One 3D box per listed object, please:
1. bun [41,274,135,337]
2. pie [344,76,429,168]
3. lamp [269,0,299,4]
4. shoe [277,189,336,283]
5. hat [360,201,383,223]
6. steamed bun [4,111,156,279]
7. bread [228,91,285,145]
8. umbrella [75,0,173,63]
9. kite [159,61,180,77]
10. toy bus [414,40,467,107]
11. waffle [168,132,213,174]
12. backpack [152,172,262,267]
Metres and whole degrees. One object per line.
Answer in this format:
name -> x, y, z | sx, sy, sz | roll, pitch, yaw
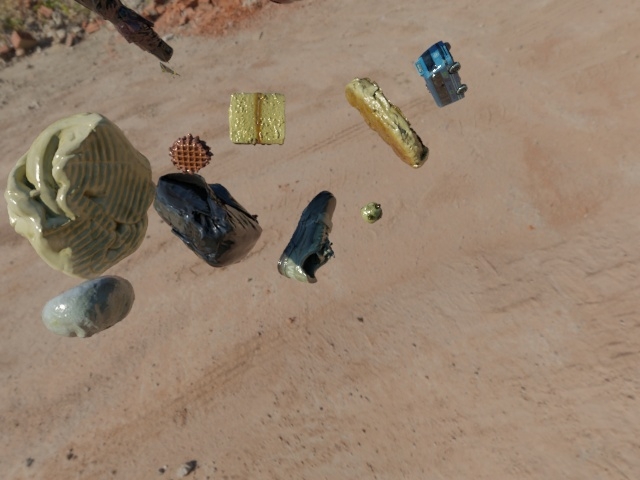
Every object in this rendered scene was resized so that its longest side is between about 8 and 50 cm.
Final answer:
bun -> -0.934, 0.276, 1.834 | 0.362, 0.211, 0.362 | -28, 4, 2
pie -> 0.194, -0.342, 1.291 | 0.083, 0.339, 0.339 | -42, 48, 8
lamp -> -0.097, -0.785, 1.162 | 0.303, 0.303, 0.257 | 13, 25, 25
shoe -> -0.001, -0.001, 1.325 | 0.149, 0.109, 0.293 | 26, 84, 36
hat -> 0.197, -0.107, 1.694 | 0.077, 0.059, 0.076 | -35, 90, -4
steamed bun -> -0.500, -0.101, 0.923 | 0.203, 0.289, 0.276 | 16, 44, 34
bread -> -0.303, -0.555, 2.129 | 0.263, 0.198, 0.236 | -2, 86, -10
umbrella -> -0.549, -0.619, 1.254 | 0.094, 0.326, 0.090 | 29, 88, 42
kite -> -0.565, -0.630, 1.655 | 0.122, 0.090, 0.004 | 25, 79, 29
toy bus -> 0.442, -0.598, 1.625 | 0.134, 0.246, 0.113 | -25, 66, 21
waffle -> -0.254, -0.170, 0.876 | 0.083, 0.075, 0.029 | -29, 34, 19
backpack -> -0.457, -0.103, 1.773 | 0.446, 0.363, 0.255 | 36, 102, 8
